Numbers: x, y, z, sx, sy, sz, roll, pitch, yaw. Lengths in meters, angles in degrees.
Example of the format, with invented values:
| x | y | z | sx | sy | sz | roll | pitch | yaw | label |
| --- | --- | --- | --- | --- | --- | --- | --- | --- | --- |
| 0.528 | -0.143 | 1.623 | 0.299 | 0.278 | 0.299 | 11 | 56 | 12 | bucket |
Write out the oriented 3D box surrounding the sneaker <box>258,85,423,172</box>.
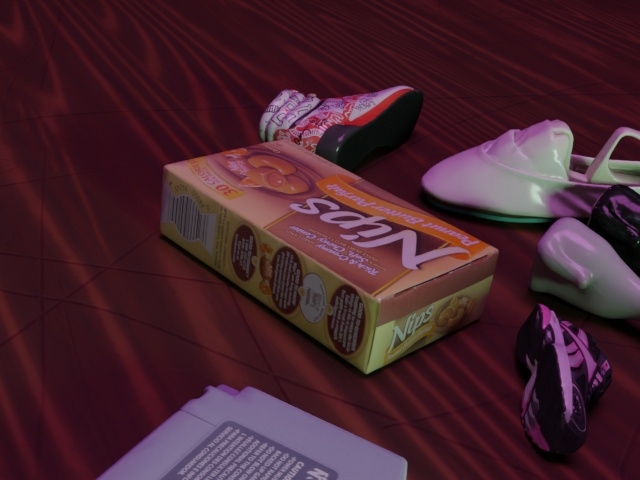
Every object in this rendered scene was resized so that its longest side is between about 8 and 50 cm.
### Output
| x | y | z | sx | sy | sz | roll | pitch | yaw | label |
| --- | --- | --- | --- | --- | --- | --- | --- | --- | --- |
| 0.028 | -0.174 | 1.324 | 0.145 | 0.090 | 0.270 | 25 | 34 | 23 | sneaker |

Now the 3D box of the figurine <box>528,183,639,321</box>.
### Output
| x | y | z | sx | sy | sz | roll | pitch | yaw | label |
| --- | --- | --- | --- | --- | --- | --- | --- | --- | --- |
| 0.360 | 0.040 | 1.035 | 0.209 | 0.092 | 0.215 | 31 | 36 | 29 | figurine |

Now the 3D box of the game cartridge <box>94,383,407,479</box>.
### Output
| x | y | z | sx | sy | sz | roll | pitch | yaw | label |
| --- | --- | --- | --- | --- | --- | --- | --- | --- | --- |
| -0.068 | 0.209 | 0.624 | 0.198 | 0.062 | 0.297 | 25 | 32 | 20 | game cartridge |

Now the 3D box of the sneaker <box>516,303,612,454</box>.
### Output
| x | y | z | sx | sy | sz | roll | pitch | yaw | label |
| --- | --- | --- | --- | --- | --- | --- | --- | --- | --- |
| 0.228 | 0.122 | 0.858 | 0.077 | 0.072 | 0.178 | 19 | 34 | -3 | sneaker |

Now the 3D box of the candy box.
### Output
| x | y | z | sx | sy | sz | roll | pitch | yaw | label |
| --- | --- | --- | --- | --- | --- | --- | --- | --- | --- |
| 0.000 | 0.000 | 0.993 | 0.183 | 0.088 | 0.316 | -19 | 39 | -42 | candy box |

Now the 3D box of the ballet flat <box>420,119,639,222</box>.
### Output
| x | y | z | sx | sy | sz | roll | pitch | yaw | label |
| --- | --- | --- | --- | --- | --- | --- | --- | --- | --- |
| 0.332 | -0.087 | 1.208 | 0.400 | 0.139 | 0.139 | 9 | 28 | 0 | ballet flat |
